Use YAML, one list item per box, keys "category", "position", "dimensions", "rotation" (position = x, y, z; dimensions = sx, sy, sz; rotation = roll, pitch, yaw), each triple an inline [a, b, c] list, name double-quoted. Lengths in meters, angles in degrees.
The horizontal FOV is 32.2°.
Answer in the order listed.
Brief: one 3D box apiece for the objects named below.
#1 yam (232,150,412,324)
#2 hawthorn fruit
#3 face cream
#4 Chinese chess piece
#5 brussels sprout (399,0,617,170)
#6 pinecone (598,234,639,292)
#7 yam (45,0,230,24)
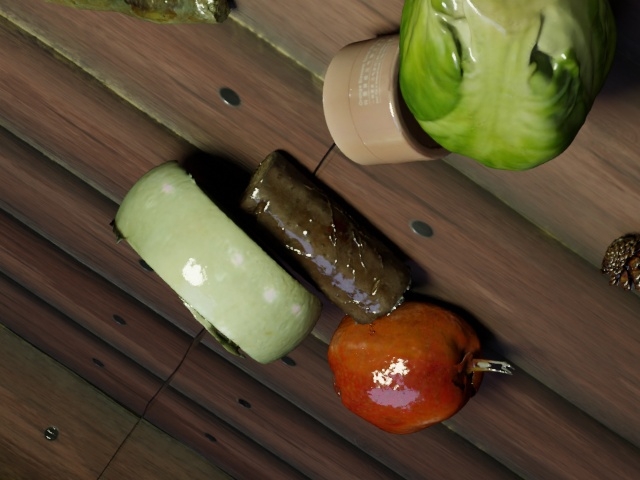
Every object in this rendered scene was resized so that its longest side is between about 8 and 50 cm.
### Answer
- category: "yam"
  position: [-0.001, 0.001, 1.638]
  dimensions: [0.279, 0.131, 0.131]
  rotation: [41, 150, -11]
- category: "hawthorn fruit"
  position: [0.159, 0.188, 1.696]
  dimensions: [0.299, 0.211, 0.211]
  rotation: [-8, 133, 34]
- category: "face cream"
  position: [0.089, -0.163, 1.277]
  dimensions: [0.104, 0.149, 0.149]
  rotation: [-2, 136, 44]
- category: "Chinese chess piece"
  position: [-0.156, 0.037, 1.683]
  dimensions: [0.349, 0.146, 0.349]
  rotation: [44, 178, 2]
- category: "brussels sprout"
  position: [0.177, -0.199, 1.065]
  dimensions: [0.210, 0.219, 0.271]
  rotation: [22, 166, 12]
- category: "pinecone"
  position: [0.387, 0.031, 1.360]
  dimensions: [0.083, 0.077, 0.077]
  rotation: [35, 151, -3]
- category: "yam"
  position: [-0.257, -0.326, 1.448]
  dimensions: [0.317, 0.067, 0.071]
  rotation: [14, 175, 29]
